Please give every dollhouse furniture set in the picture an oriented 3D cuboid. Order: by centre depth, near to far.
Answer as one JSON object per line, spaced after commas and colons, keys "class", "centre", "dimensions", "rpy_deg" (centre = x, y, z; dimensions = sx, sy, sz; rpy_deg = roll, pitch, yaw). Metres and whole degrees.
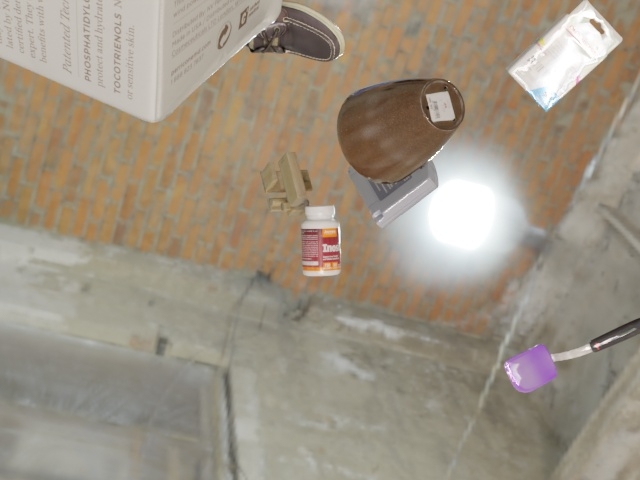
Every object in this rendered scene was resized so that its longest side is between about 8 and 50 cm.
{"class": "dollhouse furniture set", "centre": [-0.043, -0.132, 2.265], "dimensions": [0.151, 0.123, 0.144], "rpy_deg": [-46, -126, 55]}

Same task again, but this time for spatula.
{"class": "spatula", "centre": [0.513, 0.218, 1.936], "dimensions": [0.084, 0.296, 0.030], "rpy_deg": [64, 13, -11]}

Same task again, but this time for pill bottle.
{"class": "pill bottle", "centre": [0.000, 0.000, 2.153], "dimensions": [0.086, 0.086, 0.152], "rpy_deg": [-168, -104, -75]}

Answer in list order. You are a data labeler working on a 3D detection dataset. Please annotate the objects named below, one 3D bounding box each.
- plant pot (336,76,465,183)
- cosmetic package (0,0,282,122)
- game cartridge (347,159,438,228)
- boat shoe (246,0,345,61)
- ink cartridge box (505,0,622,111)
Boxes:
{"class": "plant pot", "centre": [0.182, -0.244, 1.992], "dimensions": [0.230, 0.215, 0.215], "rpy_deg": [-18, -122, 60]}
{"class": "cosmetic package", "centre": [-0.271, -0.413, 1.185], "dimensions": [0.329, 0.393, 0.327], "rpy_deg": [-52, 161, -44]}
{"class": "game cartridge", "centre": [0.182, -0.163, 2.425], "dimensions": [0.196, 0.060, 0.294], "rpy_deg": [-40, -149, 11]}
{"class": "boat shoe", "centre": [-0.098, -0.365, 1.684], "dimensions": [0.092, 0.285, 0.103], "rpy_deg": [-57, 167, -35]}
{"class": "ink cartridge box", "centre": [0.435, -0.333, 1.752], "dimensions": [0.181, 0.104, 0.061], "rpy_deg": [-43, -174, 15]}
